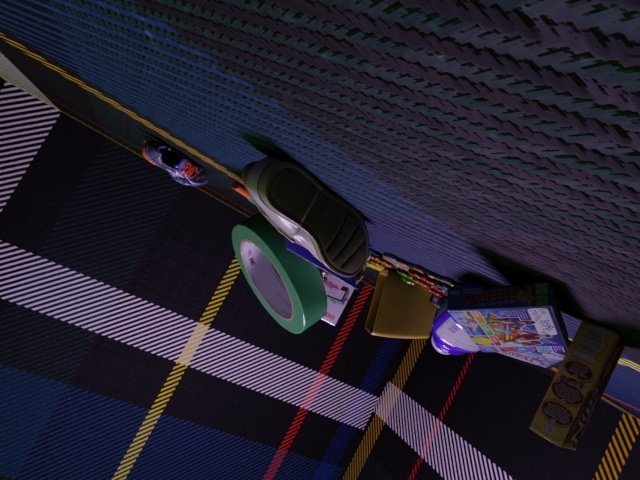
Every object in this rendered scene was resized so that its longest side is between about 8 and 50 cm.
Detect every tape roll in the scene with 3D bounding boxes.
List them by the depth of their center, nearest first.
[{"bbox_3d":[-0.112,0.085,1.116,0.321,0.077,0.321,42,150,31],"label":"tape roll"}]

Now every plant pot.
[{"bbox_3d":[0.275,0.225,1.448,0.187,0.212,0.212,16,175,1],"label":"plant pot"}]

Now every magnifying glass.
[{"bbox_3d":[-0.218,-0.136,1.399,0.092,0.026,0.231,26,174,24],"label":"magnifying glass"}]

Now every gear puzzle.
[{"bbox_3d":[0.238,0.096,1.108,0.339,0.044,0.175,24,174,42],"label":"gear puzzle"}]

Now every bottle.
[{"bbox_3d":[0.298,0.178,0.901,0.118,0.092,0.283,22,156,10],"label":"bottle"}]

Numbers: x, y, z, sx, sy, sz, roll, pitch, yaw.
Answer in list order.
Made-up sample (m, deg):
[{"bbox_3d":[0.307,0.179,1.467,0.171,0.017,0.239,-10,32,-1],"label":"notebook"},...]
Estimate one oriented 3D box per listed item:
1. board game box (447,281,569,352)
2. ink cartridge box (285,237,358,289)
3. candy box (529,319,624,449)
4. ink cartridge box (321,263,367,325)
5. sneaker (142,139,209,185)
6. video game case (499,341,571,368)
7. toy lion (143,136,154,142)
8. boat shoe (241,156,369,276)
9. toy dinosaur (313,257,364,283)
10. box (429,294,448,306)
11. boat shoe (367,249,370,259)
[{"bbox_3d":[0.290,0.125,0.655,0.136,0.035,0.201,-8,147,31],"label":"board game box"},{"bbox_3d":[0.000,0.000,1.002,0.206,0.045,0.208,31,-160,-27],"label":"ink cartridge box"},{"bbox_3d":[0.402,0.227,0.673,0.053,0.187,0.109,23,173,45],"label":"candy box"},{"bbox_3d":[0.027,0.169,1.721,0.201,0.278,0.117,28,176,-7],"label":"ink cartridge box"},{"bbox_3d":[-0.436,-0.230,1.330,0.087,0.083,0.221,12,169,46],"label":"sneaker"},{"bbox_3d":[0.456,0.248,1.079,0.275,0.035,0.248,16,163,21],"label":"video game case"},{"bbox_3d":[-0.531,-0.301,1.418,0.100,0.034,0.096,30,168,-21],"label":"toy lion"},{"bbox_3d":[-0.017,-0.042,0.761,0.103,0.113,0.302,26,164,46],"label":"boat shoe"},{"bbox_3d":[-0.027,0.030,1.277,0.322,0.164,0.218,21,-152,24],"label":"toy dinosaur"},{"bbox_3d":[0.451,0.225,1.269,0.233,0.044,0.159,25,174,37],"label":"box"},{"bbox_3d":[0.099,0.031,1.134,0.063,0.066,0.184,15,176,-10],"label":"boat shoe"}]
